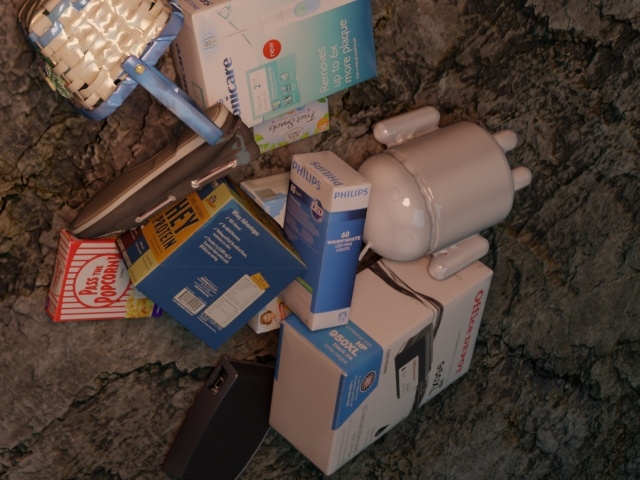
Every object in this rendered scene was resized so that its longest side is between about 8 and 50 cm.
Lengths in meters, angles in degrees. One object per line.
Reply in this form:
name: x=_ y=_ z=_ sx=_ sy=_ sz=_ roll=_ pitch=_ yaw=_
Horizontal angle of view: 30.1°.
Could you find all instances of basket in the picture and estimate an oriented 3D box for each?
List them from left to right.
basket: x=-0.266 y=-0.252 z=1.636 sx=0.289 sy=0.255 sz=0.201 roll=36 pitch=93 yaw=-25

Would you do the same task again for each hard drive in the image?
hard drive: x=-0.170 y=0.343 z=2.219 sx=0.172 sy=0.054 sz=0.254 roll=18 pitch=107 yaw=-41

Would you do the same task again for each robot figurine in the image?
robot figurine: x=0.197 y=-0.085 z=2.099 sx=0.353 sy=0.200 sz=0.300 roll=-22 pitch=89 yaw=-22

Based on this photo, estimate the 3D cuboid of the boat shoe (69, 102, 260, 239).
boat shoe: x=-0.235 y=-0.076 z=1.779 sx=0.335 sy=0.112 sz=0.095 roll=-33 pitch=115 yaw=25

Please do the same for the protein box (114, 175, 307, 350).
protein box: x=-0.170 y=0.022 z=1.860 sx=0.201 sy=0.136 sz=0.200 roll=-42 pitch=128 yaw=5

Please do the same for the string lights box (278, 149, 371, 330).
string lights box: x=0.000 y=0.000 z=1.938 sx=0.077 sy=0.133 sz=0.259 roll=-8 pitch=122 yaw=-30

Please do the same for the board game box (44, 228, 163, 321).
board game box: x=-0.334 y=0.054 z=1.920 sx=0.193 sy=0.045 sz=0.146 roll=-1 pitch=118 yaw=-35

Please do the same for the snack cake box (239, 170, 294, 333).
snack cake box: x=-0.060 y=0.017 z=2.061 sx=0.152 sy=0.089 sz=0.264 roll=-15 pitch=126 yaw=-28

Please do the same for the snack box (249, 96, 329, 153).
snack box: x=-0.055 y=-0.210 z=1.951 sx=0.141 sy=0.037 sz=0.100 roll=-22 pitch=130 yaw=-23

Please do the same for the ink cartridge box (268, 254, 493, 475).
ink cartridge box: x=0.111 y=0.195 z=2.162 sx=0.395 sy=0.166 sz=0.285 roll=-31 pitch=145 yaw=-34

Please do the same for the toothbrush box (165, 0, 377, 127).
toothbrush box: x=-0.075 y=-0.315 z=1.809 sx=0.295 sy=0.126 sz=0.216 roll=-23 pitch=130 yaw=-20
